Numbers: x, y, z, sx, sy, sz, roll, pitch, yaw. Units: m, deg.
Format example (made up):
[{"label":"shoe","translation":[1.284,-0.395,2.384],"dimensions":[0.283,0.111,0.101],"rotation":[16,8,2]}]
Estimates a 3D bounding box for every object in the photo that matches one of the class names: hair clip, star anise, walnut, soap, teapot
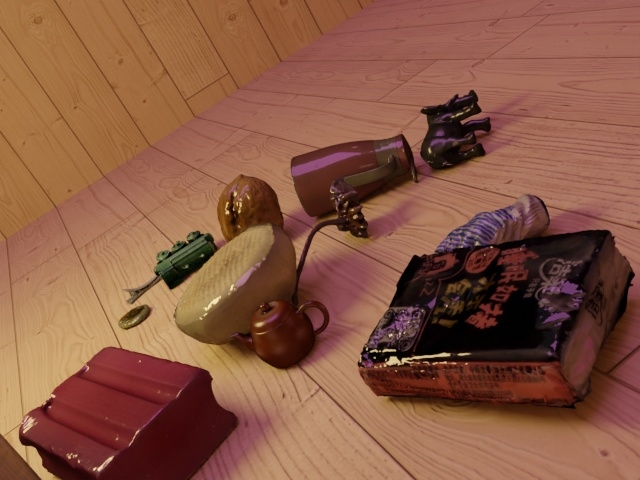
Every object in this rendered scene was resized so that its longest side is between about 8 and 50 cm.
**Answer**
[{"label":"hair clip","translation":[-0.448,0.111,1.923],"dimensions":[0.115,0.039,0.030],"rotation":[-39,29,-26]},{"label":"star anise","translation":[0.000,0.000,1.528],"dimensions":[0.227,0.218,0.148],"rotation":[-22,-22,-17]},{"label":"walnut","translation":[-0.162,-0.063,1.753],"dimensions":[0.155,0.184,0.155],"rotation":[-13,17,4]},{"label":"soap","translation":[-0.334,0.306,1.267],"dimensions":[0.359,0.128,0.233],"rotation":[0,36,50]},{"label":"teapot","translation":[-0.068,0.147,1.296],"dimensions":[0.173,0.116,0.116],"rotation":[-24,24,13]}]

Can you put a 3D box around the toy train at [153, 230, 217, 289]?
[{"label":"toy train","translation":[-0.332,0.044,1.889],"dimensions":[0.170,0.071,0.111],"rotation":[-34,32,-11]}]

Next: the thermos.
[{"label":"thermos","translation":[0.078,-0.154,1.707],"dimensions":[0.265,0.146,0.176],"rotation":[-16,20,17]}]

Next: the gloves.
[{"label":"gloves","translation":[0.264,0.005,1.231],"dimensions":[0.229,0.097,0.119],"rotation":[-39,-6,-8]}]

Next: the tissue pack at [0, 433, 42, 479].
[{"label":"tissue pack","translation":[-0.645,0.365,1.198],"dimensions":[0.297,0.380,0.207],"rotation":[-16,27,38]}]

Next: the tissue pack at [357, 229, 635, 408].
[{"label":"tissue pack","translation":[0.225,0.111,1.013],"dimensions":[0.332,0.123,0.245],"rotation":[-10,36,46]}]

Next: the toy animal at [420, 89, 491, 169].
[{"label":"toy animal","translation":[0.290,-0.252,1.679],"dimensions":[0.146,0.114,0.245],"rotation":[-13,28,33]}]

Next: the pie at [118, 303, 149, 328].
[{"label":"pie","translation":[-0.441,0.180,1.796],"dimensions":[0.085,0.017,0.085],"rotation":[-26,23,11]}]

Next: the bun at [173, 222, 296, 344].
[{"label":"bun","translation":[-0.146,0.095,1.446],"dimensions":[0.287,0.146,0.287],"rotation":[-40,17,14]}]
